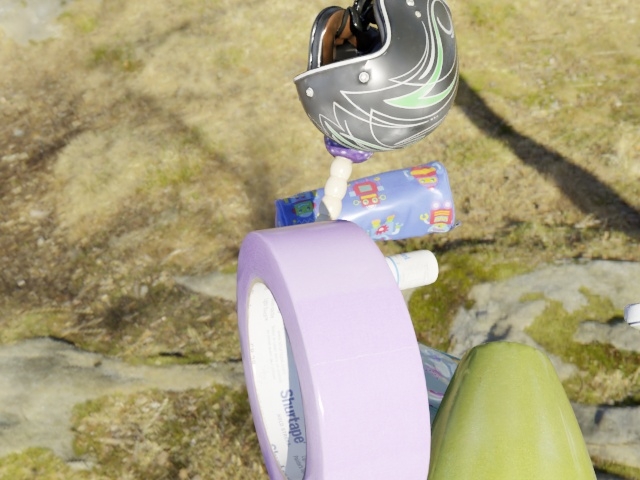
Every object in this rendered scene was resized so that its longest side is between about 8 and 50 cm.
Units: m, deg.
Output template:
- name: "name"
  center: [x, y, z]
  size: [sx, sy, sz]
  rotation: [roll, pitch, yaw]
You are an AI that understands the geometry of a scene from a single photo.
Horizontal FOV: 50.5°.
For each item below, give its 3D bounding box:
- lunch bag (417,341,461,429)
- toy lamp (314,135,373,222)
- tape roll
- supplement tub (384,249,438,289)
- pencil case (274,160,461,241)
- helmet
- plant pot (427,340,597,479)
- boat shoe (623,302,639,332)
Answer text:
- name: "lunch bag"
  center: [0.203, 0.288, 1.253]
  size: [0.108, 0.279, 0.224]
  rotation: [-57, 20, 22]
- name: "toy lamp"
  center: [0.000, 0.000, 0.855]
  size: [0.080, 0.080, 0.275]
  rotation: [14, 83, 34]
- name: "tape roll"
  center: [-0.003, 0.121, 0.622]
  size: [0.090, 0.275, 0.275]
  rotation: [-8, 35, -18]
- name: "supplement tub"
  center: [0.165, 0.059, 1.314]
  size: [0.107, 0.071, 0.071]
  rotation: [-10, 33, -26]
- name: "pencil case"
  center: [0.076, -0.044, 1.147]
  size: [0.306, 0.133, 0.119]
  rotation: [-13, 56, -6]
- name: "helmet"
  center: [0.059, -0.170, 0.699]
  size: [0.169, 0.169, 0.161]
  rotation: [7, 79, 29]
- name: "plant pot"
  center: [0.264, 0.304, 0.970]
  size: [0.275, 0.275, 0.293]
  rotation: [-2, 52, 19]
- name: "boat shoe"
  center: [0.644, 0.146, 1.116]
  size: [0.302, 0.109, 0.094]
  rotation: [4, 79, -12]
